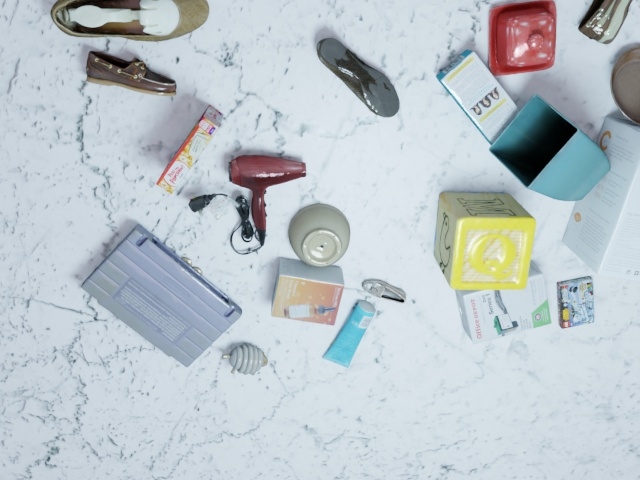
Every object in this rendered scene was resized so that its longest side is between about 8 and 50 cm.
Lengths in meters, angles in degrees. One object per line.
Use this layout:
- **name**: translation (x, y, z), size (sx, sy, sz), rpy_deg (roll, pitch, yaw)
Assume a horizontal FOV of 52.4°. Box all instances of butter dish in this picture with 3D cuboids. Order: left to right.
- **butter dish**: translation (0.473, -0.456, 1.478), size (0.160, 0.118, 0.160), rpy_deg (-7, 111, 0)

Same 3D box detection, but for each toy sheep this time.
- **toy sheep**: translation (-0.204, 0.323, 1.765), size (0.132, 0.091, 0.091), rpy_deg (7, 112, -26)

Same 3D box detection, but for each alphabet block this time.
- **alphabet block**: translation (0.399, -0.003, 1.612), size (0.193, 0.197, 0.193), rpy_deg (-1, 111, -3)

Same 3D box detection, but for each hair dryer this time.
- **hair dryer**: translation (-0.158, -0.114, 1.615), size (0.293, 0.080, 0.223), rpy_deg (-35, 125, 16)

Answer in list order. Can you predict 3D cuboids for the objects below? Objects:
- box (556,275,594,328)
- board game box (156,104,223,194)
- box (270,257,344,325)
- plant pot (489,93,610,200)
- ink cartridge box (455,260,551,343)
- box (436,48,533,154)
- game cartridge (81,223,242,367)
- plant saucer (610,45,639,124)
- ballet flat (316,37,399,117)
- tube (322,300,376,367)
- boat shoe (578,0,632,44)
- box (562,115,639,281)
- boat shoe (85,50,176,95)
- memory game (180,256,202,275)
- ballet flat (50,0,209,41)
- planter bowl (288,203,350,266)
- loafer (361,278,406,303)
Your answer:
- **box**: translation (0.702, 0.171, 1.791), size (0.093, 0.027, 0.137), rpy_deg (-11, 112, -1)
- **board game box**: translation (-0.300, -0.213, 1.511), size (0.045, 0.147, 0.194), rpy_deg (34, 105, -16)
- **box**: translation (-0.034, 0.134, 1.691), size (0.170, 0.091, 0.130), rpy_deg (9, 116, -7)
- **plant pot**: translation (0.559, -0.195, 1.527), size (0.234, 0.166, 0.166), rpy_deg (19, 119, -37)
- **ink cartridge box**: translation (0.485, 0.167, 1.741), size (0.219, 0.093, 0.160), rpy_deg (-17, 111, 3)
- **box**: translation (0.392, -0.329, 1.554), size (0.100, 0.060, 0.244), rpy_deg (-40, 109, 12)
- **game cartridge**: translation (-0.408, 0.151, 1.685), size (0.230, 0.068, 0.355), rpy_deg (-42, 108, 17)
- **plant saucer**: translation (0.770, -0.361, 1.546), size (0.198, 0.036, 0.199), rpy_deg (1, 85, -9)
- **ballet flat**: translation (0.086, -0.379, 1.525), size (0.249, 0.058, 0.084), rpy_deg (36, 84, -22)
- **tube**: translation (0.084, 0.261, 1.780), size (0.080, 0.052, 0.207), rpy_deg (24, 114, -7)
- **boat shoe**: translation (0.662, -0.578, 1.457), size (0.095, 0.095, 0.258), rpy_deg (17, 110, -4)
- **box**: translation (0.759, -0.101, 1.587), size (0.168, 0.215, 0.346), rpy_deg (9, 111, -7)
- **boat shoe**: translation (-0.428, -0.378, 1.477), size (0.206, 0.073, 0.073), rpy_deg (10, 113, -8)
- **memory game**: translation (-0.396, 0.117, 1.709), size (0.186, 0.012, 0.186), rpy_deg (-1, 112, -3)
- **ballet flat**: translation (-0.416, -0.488, 1.407), size (0.341, 0.124, 0.116), rpy_deg (0, 112, -4)
- **planter bowl**: translation (0.000, 0.000, 1.636), size (0.161, 0.109, 0.162), rpy_deg (-1, 111, -3)
- **loafer**: translation (0.172, 0.137, 1.737), size (0.125, 0.039, 0.045), rpy_deg (17, 110, -10)
